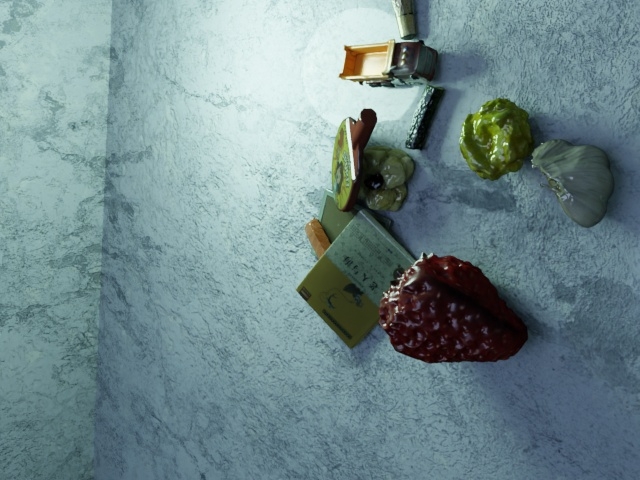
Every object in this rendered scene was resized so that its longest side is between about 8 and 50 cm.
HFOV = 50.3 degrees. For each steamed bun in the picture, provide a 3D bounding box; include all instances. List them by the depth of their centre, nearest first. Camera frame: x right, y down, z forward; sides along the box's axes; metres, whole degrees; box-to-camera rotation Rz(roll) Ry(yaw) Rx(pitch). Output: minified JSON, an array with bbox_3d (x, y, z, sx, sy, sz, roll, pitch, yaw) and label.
[{"bbox_3d":[0.166,-0.188,1.970,0.192,0.106,0.177,42,121,36],"label":"steamed bun"}]

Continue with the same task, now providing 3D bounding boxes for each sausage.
[{"bbox_3d":[-0.001,0.000,2.169,0.065,0.065,0.169,-44,65,39],"label":"sausage"}]

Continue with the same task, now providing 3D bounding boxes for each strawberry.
[{"bbox_3d":[0.341,0.202,1.724,0.345,0.317,0.295,32,86,22],"label":"strawberry"}]

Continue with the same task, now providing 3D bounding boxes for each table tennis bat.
[{"bbox_3d":[0.089,-0.241,1.957,0.414,0.051,0.268,116,152,-65],"label":"table tennis bat"}]

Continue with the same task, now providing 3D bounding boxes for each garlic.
[{"bbox_3d":[0.572,-0.144,1.516,0.143,0.178,0.229,-34,54,27],"label":"garlic"}]

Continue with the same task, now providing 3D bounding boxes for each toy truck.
[{"bbox_3d":[0.184,-0.490,1.886,0.270,0.135,0.114,10,91,44],"label":"toy truck"}]

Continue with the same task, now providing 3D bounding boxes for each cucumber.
[{"bbox_3d":[0.282,-0.335,1.871,0.058,0.058,0.187,37,119,37],"label":"cucumber"}]

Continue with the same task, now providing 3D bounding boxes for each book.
[{"bbox_3d":[0.111,0.123,2.065,0.269,0.032,0.389,45,124,12],"label":"book"}]

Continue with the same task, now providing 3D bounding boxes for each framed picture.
[{"bbox_3d":[0.092,-0.009,2.130,0.296,0.019,0.232,30,115,40],"label":"framed picture"}]

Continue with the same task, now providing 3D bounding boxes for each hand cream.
[{"bbox_3d":[0.228,-0.654,1.881,0.084,0.084,0.203,-9,95,46],"label":"hand cream"}]

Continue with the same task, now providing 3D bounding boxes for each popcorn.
[{"bbox_3d":[0.433,-0.241,1.658,0.198,0.156,0.197,-9,78,44],"label":"popcorn"}]
